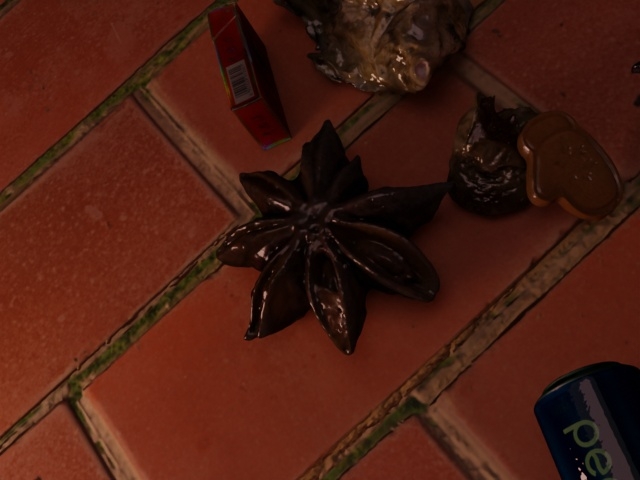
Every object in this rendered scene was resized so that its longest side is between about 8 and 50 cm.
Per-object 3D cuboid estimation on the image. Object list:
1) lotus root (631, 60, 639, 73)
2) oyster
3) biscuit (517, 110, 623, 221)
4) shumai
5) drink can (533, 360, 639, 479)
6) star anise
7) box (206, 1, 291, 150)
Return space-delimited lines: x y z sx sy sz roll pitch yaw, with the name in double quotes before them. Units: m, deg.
"lotus root" 0.487 -0.107 0.928 0.316 0.316 0.250 -9 82 17
"oyster" 0.070 -0.324 1.245 0.237 0.115 0.351 -30 59 6
"biscuit" 0.281 -0.080 1.063 0.118 0.023 0.140 -40 83 -25
"shumai" 0.207 -0.097 1.106 0.123 0.105 0.139 43 112 28
"drink can" 0.293 0.226 0.899 0.118 0.118 0.205 -23 59 10
"star anise" 0.012 -0.015 1.130 0.315 0.108 0.315 -10 60 18
"box" -0.099 -0.223 1.265 0.048 0.112 0.175 -22 59 11
